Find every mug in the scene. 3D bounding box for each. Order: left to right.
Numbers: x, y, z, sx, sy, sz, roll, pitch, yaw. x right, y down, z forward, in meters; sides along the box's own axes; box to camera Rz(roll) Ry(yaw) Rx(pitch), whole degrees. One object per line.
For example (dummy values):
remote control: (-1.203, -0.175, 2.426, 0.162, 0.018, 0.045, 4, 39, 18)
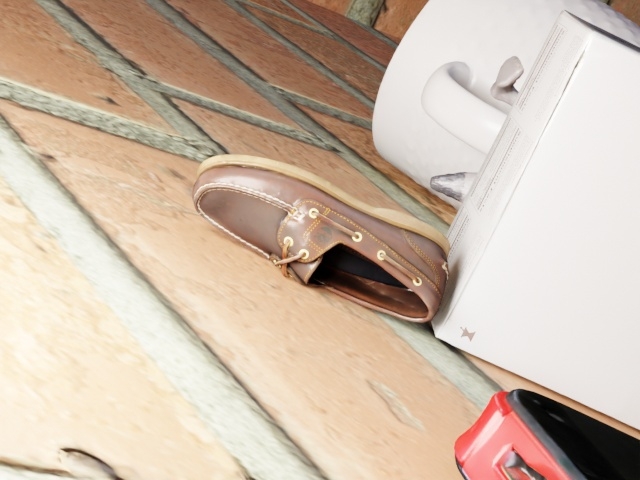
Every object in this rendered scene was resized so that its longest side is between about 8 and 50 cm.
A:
mug: (0.243, -0.116, 1.734, 0.328, 0.276, 0.374, 36, 18, 23)

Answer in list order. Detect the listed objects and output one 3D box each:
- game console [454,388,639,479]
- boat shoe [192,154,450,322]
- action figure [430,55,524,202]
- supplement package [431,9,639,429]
game console: (0.265, 0.227, 0.905, 0.342, 0.060, 0.386, 26, 12, -24)
boat shoe: (0.000, 0.000, 1.230, 0.207, 0.073, 0.073, 19, 53, -6)
action figure: (0.286, -0.069, 1.518, 0.330, 0.341, 0.178, 14, -19, -25)
supplement package: (0.230, -0.015, 1.302, 0.204, 0.262, 0.145, 25, 13, -7)
